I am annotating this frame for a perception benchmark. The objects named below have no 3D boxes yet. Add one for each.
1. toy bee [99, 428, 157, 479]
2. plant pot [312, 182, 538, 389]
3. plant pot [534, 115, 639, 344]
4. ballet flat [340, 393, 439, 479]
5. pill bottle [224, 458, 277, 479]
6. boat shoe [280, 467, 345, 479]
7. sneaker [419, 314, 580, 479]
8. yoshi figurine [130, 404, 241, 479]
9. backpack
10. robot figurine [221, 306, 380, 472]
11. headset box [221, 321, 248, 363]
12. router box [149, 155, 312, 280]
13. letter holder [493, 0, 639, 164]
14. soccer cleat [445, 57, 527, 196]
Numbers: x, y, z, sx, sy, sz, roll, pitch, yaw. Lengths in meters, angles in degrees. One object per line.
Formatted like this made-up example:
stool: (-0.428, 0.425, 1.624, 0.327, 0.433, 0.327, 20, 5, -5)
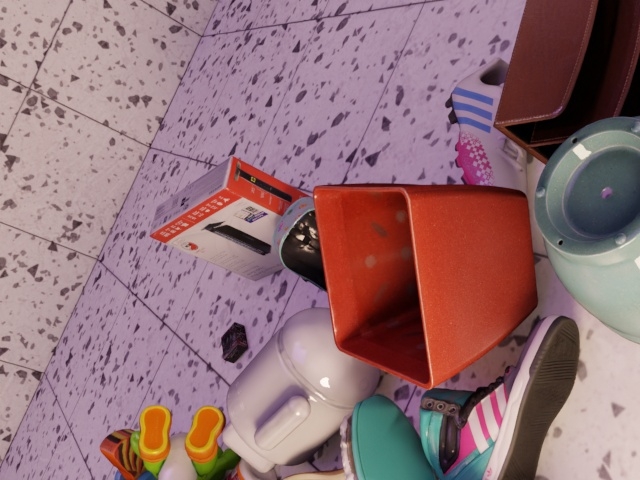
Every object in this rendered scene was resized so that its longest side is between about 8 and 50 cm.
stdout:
toy bee: (-0.393, 0.527, 1.675, 0.162, 0.195, 0.298, -43, -30, -40)
plant pot: (0.167, 0.033, 1.076, 0.267, 0.236, 0.267, 10, 110, 63)
plant pot: (0.387, -0.032, 0.877, 0.293, 0.196, 0.293, -30, 49, 42)
ballet flat: (0.114, 0.415, 1.008, 0.147, 0.147, 0.409, -48, 45, 25)
pill bottle: (-0.159, 0.503, 1.430, 0.152, 0.086, 0.086, -53, 33, 19)
boat shoe: (0.022, 0.431, 1.195, 0.285, 0.105, 0.089, -27, 51, 41)
sneaker: (0.235, 0.225, 1.017, 0.178, 0.124, 0.295, 20, 86, 49)
yoshi figurine: (-0.267, 0.440, 1.479, 0.203, 0.203, 0.362, 41, 147, 29)
backpack: (0.000, 0.000, 1.455, 0.166, 0.188, 0.144, -55, 32, 16)
robot figurine: (-0.031, 0.261, 1.301, 0.353, 0.200, 0.300, -50, 5, 22)
headset box: (-0.206, 0.248, 1.735, 0.062, 0.032, 0.083, -49, 33, 24)
router box: (-0.169, -0.035, 1.626, 0.335, 0.301, 0.082, -25, 48, 47)
letter holder: (0.418, -0.283, 1.076, 0.214, 0.152, 0.301, -1, 67, 54)
soccer cleat: (0.298, -0.183, 1.212, 0.143, 0.116, 0.331, -41, 38, 33)
